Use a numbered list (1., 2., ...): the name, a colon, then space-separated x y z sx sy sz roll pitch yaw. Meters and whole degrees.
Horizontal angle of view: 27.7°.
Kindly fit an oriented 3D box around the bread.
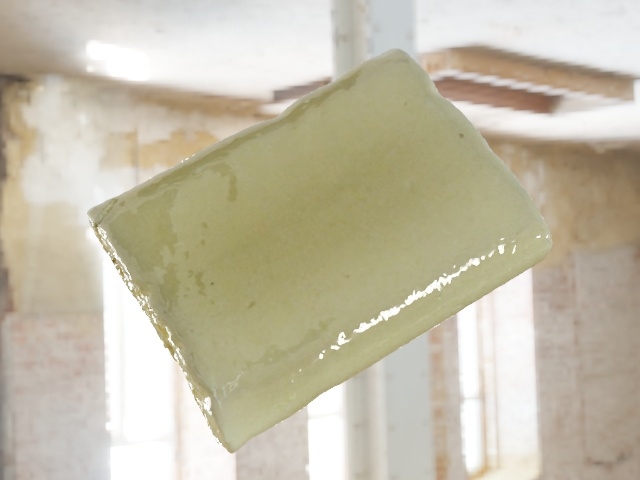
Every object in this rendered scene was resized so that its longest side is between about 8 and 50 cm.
1. bread: 0.000 0.001 0.602 0.178 0.139 0.060 -29 156 -12
